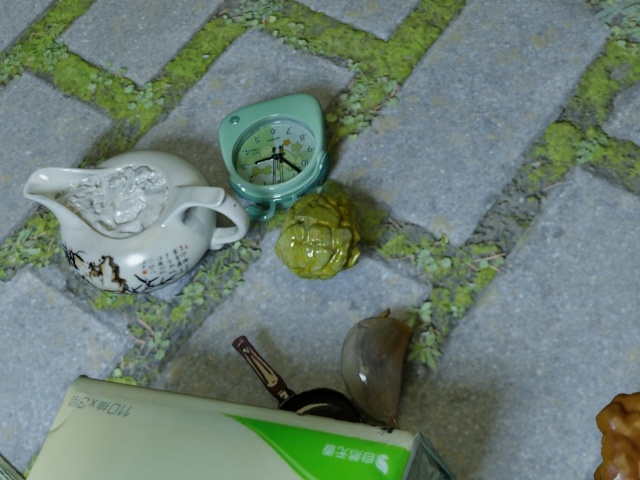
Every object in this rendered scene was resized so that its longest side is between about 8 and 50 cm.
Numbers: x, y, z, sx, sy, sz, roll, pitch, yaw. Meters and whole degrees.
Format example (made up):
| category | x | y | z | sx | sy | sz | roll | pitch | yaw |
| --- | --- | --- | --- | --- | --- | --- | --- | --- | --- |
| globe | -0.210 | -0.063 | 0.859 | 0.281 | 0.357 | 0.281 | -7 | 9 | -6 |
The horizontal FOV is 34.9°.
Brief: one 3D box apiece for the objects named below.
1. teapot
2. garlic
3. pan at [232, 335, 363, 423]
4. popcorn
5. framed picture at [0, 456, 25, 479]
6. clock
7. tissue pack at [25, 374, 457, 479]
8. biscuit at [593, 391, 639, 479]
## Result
| category | x | y | z | sx | sy | sz | roll | pitch | yaw |
| --- | --- | --- | --- | --- | --- | --- | --- | --- | --- |
| teapot | -0.226 | -0.035 | 1.333 | 0.299 | 0.166 | 0.208 | -3 | 46 | 25 |
| garlic | 0.062 | 0.147 | 1.187 | 0.084 | 0.066 | 0.152 | 3 | 57 | 15 |
| pan | -0.035 | 0.195 | 1.198 | 0.115 | 0.040 | 0.212 | -39 | 64 | -10 |
| popcorn | 0.000 | 0.000 | 1.281 | 0.121 | 0.116 | 0.106 | 53 | 126 | 37 |
| framed picture | -0.448 | 0.389 | 1.204 | 0.216 | 0.016 | 0.273 | 31 | 71 | 29 |
| clock | -0.059 | -0.107 | 1.384 | 0.148 | 0.060 | 0.189 | -12 | 57 | 7 |
| tissue pack | -0.106 | 0.328 | 1.007 | 0.404 | 0.205 | 0.332 | 4 | 58 | 25 |
| biscuit | 0.410 | 0.296 | 0.973 | 0.311 | 0.110 | 0.318 | -1 | 61 | 15 |
